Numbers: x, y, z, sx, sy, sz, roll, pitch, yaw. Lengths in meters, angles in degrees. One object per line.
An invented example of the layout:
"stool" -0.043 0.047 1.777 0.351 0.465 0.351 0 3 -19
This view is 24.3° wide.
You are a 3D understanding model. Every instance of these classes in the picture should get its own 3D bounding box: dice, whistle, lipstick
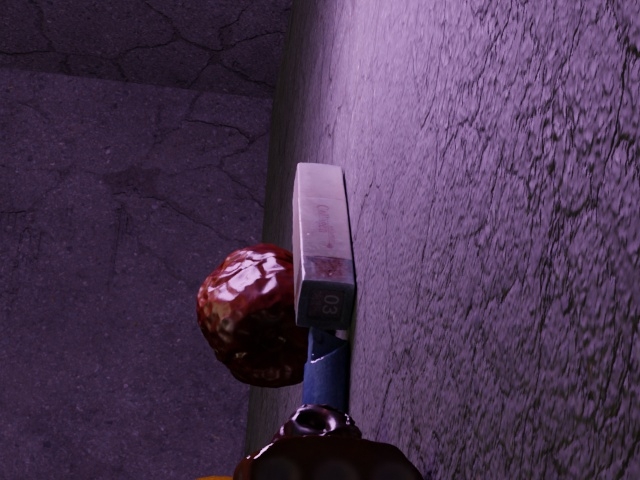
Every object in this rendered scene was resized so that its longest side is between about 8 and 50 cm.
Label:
"dice" 0.003 0.288 1.314 0.179 0.174 0.174 108 168 -47
"whistle" 0.003 0.253 1.930 0.062 0.062 0.304 105 170 -57
"lipstick" 0.000 0.000 2.154 0.371 0.076 0.080 -94 10 -61

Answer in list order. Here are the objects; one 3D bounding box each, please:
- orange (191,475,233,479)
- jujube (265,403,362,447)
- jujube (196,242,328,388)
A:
"orange" -0.148 0.480 2.150 0.274 0.274 0.274 -174 90 -85
"jujube" -0.019 0.288 1.644 0.168 0.168 0.236 -94 15 -62
"jujube" -0.085 0.118 2.271 0.232 0.212 0.213 -99 16 -73
